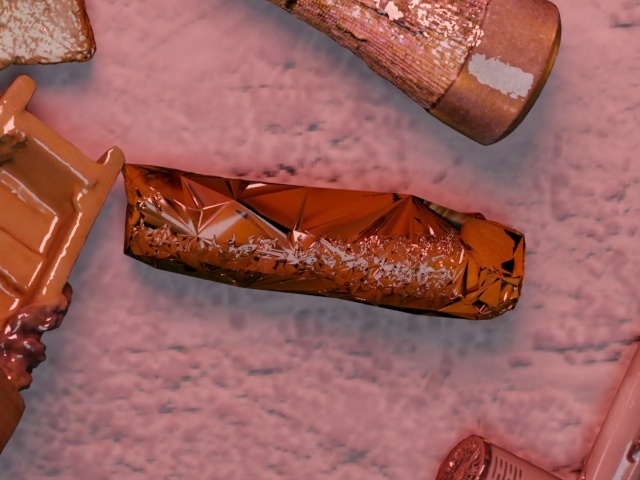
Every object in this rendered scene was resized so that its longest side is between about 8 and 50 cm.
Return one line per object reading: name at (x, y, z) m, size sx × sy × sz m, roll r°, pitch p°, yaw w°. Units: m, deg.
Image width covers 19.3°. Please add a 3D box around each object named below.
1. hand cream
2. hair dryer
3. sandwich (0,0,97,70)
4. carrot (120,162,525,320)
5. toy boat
hand cream at (0.022, -0.125, 0.979) m, size 0.203 × 0.084 × 0.084 m, roll 24°, pitch 108°, yaw -9°
hair dryer at (0.206, 0.111, 1.122) m, size 0.195 × 0.054 × 0.220 m, roll 30°, pitch 100°, yaw -19°
sandwich at (-0.168, -0.136, 0.964) m, size 0.093 × 0.036 × 0.105 m, roll -8°, pitch 113°, yaw -3°
carrot at (0.000, 0.001, 1.032) m, size 0.228 × 0.069 × 0.069 m, roll 9°, pitch 112°, yaw -10°
toy boat at (-0.231, 0.113, 0.906) m, size 0.136 × 0.162 × 0.445 m, roll 37°, pitch 61°, yaw -19°
